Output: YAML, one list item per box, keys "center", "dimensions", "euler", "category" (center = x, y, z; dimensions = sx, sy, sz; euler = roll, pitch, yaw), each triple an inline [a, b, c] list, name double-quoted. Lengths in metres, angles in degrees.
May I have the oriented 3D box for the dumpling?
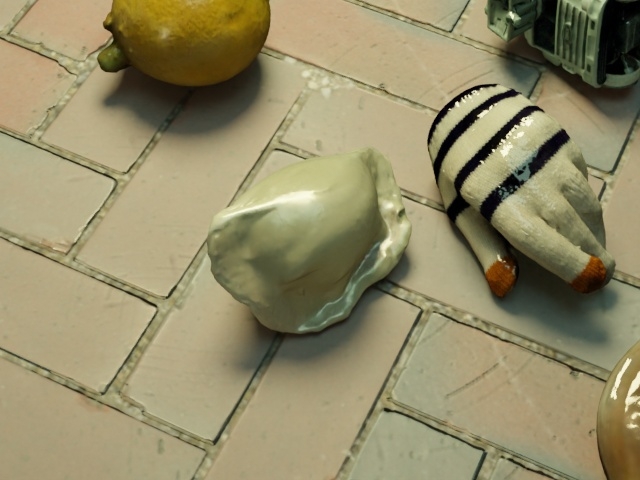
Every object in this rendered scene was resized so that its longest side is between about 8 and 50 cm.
- center: [0.000, 0.000, 1.160]
  dimensions: [0.229, 0.124, 0.151]
  euler: [-29, 99, -28]
  category: "dumpling"

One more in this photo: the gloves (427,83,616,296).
- center: [0.197, -0.044, 1.184]
  dimensions: [0.140, 0.131, 0.219]
  euler: [-26, 51, -15]
  category: "gloves"

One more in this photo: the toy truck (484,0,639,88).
- center: [0.326, -0.297, 1.358]
  dimensions: [0.338, 0.133, 0.184]
  euler: [-36, 52, -26]
  category: "toy truck"

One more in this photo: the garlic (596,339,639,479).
- center: [0.367, 0.179, 1.029]
  dimensions: [0.279, 0.132, 0.325]
  euler: [39, 66, 22]
  category: "garlic"

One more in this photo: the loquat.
- center: [-0.144, -0.237, 1.294]
  dimensions: [0.204, 0.149, 0.172]
  euler: [-29, 62, -3]
  category: "loquat"
